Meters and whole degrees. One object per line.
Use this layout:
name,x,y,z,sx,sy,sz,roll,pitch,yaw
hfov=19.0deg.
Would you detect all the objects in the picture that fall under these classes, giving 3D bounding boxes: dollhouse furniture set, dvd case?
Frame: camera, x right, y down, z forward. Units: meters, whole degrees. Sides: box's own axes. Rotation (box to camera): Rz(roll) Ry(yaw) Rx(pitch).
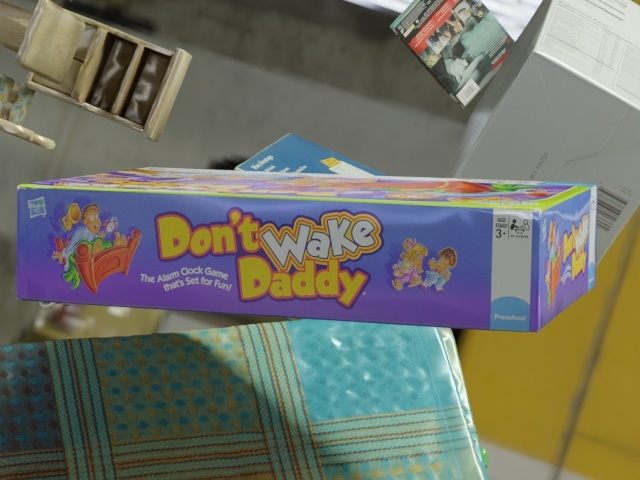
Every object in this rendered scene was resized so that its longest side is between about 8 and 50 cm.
dollhouse furniture set,-0.257,-0.198,2.073,0.161,0.212,0.242,22,0,10
dvd case,0.132,-0.198,1.868,0.119,0.087,0.013,45,-7,-29

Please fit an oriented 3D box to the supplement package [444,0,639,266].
supplement package,0.218,-0.098,1.685,0.149,0.194,0.203,30,33,-2

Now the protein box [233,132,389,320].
protein box,0.004,-0.004,2.122,0.201,0.136,0.200,24,20,10

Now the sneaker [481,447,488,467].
sneaker,0.062,0.244,2.251,0.343,0.146,0.134,27,3,-44

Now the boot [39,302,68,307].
boot,-0.245,0.033,1.818,0.069,0.086,0.190,1,21,-6

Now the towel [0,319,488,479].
towel,-0.056,0.181,1.408,0.370,0.271,0.040,-4,-34,-13

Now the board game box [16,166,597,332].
board game box,0.000,0.000,1.307,0.347,0.078,0.233,3,6,16
